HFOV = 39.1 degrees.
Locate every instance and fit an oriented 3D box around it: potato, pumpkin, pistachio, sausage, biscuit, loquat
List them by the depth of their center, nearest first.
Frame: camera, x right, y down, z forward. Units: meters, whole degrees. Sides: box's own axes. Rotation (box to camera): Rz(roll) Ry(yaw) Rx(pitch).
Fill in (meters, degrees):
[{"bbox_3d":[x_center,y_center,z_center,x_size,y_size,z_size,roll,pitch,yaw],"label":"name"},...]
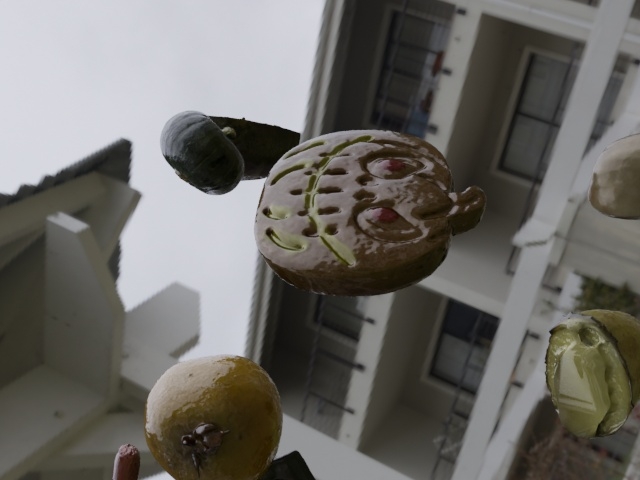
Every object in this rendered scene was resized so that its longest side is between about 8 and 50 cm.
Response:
[{"bbox_3d":[0.435,-0.086,1.158,0.108,0.186,0.126,56,-155,-36],"label":"pistachio"},{"bbox_3d":[0.077,-0.062,1.379,0.394,0.351,0.070,-89,-4,-54],"label":"biscuit"},{"bbox_3d":[-0.207,-0.155,1.596,0.125,0.167,0.167,-61,-21,-12],"label":"pumpkin"},{"bbox_3d":[-0.199,0.346,1.715,0.275,0.275,0.274,-51,-26,-37],"label":"loquat"},{"bbox_3d":[0.629,0.272,1.982,0.242,0.243,0.285,-18,-84,-64],"label":"potato"},{"bbox_3d":[-0.224,-0.227,2.226,0.169,0.312,0.148,6,-93,-71],"label":"pumpkin"},{"bbox_3d":[-0.522,0.620,2.422,0.076,0.076,0.141,6,-88,-69],"label":"sausage"}]

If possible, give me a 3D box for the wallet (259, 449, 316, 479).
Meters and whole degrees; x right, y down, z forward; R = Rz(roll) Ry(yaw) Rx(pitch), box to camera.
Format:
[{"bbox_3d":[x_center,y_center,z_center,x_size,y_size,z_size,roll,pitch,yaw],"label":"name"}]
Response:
[{"bbox_3d":[-0.083,0.629,1.985,0.041,0.247,0.323,-88,-27,-71],"label":"wallet"}]
